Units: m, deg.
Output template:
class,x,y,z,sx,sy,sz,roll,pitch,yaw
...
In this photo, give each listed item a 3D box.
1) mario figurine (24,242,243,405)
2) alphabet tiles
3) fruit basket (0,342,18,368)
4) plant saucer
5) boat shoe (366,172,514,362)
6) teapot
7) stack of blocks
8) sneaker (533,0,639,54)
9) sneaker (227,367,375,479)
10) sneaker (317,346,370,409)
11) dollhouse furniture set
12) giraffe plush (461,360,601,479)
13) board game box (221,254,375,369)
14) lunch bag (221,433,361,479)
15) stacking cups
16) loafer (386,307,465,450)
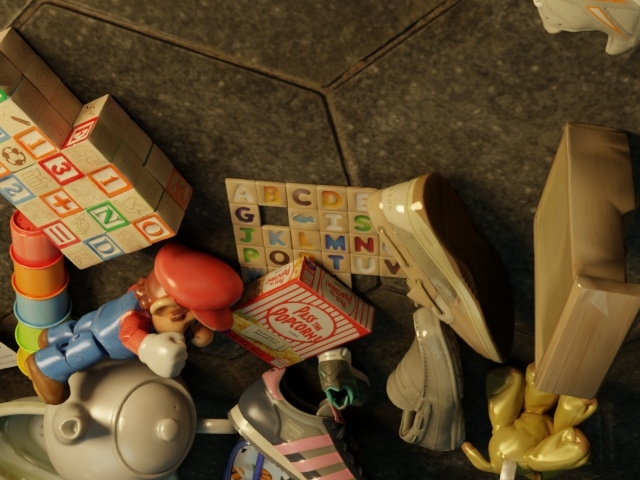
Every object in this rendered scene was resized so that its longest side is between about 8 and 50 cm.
class,x,y,z,sx,sy,sz,roll,pitch,yaw
mario figurine,-0.241,0.136,1.257,0.320,0.198,0.170,-27,148,15
alphabet tiles,0.000,0.000,1.201,0.237,0.009,0.198,5,136,9
fruit basket,-0.702,0.149,1.415,0.326,0.166,0.353,-14,134,26
plant saucer,-0.435,0.382,1.637,0.400,0.101,0.401,7,136,7
boat shoe,0.159,0.043,1.144,0.098,0.109,0.302,-10,130,34
teapot,-0.278,0.281,1.379,0.187,0.256,0.253,-4,123,42
stack of blocks,-0.318,-0.109,1.104,0.171,0.087,0.297,-18,129,29
sneaker,0.217,-0.251,0.827,0.262,0.099,0.121,27,140,-13
sneaker,0.015,0.322,1.397,0.319,0.112,0.131,37,93,0
sneaker,0.032,0.226,1.369,0.064,0.076,0.166,-11,145,18
dollhouse furniture set,0.441,0.039,0.956,0.394,0.257,0.362,10,137,4
giraffe plush,0.325,0.295,1.333,0.181,0.210,0.170,24,173,33
board game box,-0.042,0.108,1.289,0.146,0.045,0.193,37,134,-28
lunch bag,-0.066,0.453,1.552,0.243,0.115,0.304,12,114,-1
stacking cups,-0.405,0.074,1.330,0.096,0.096,0.316,14,132,-1
loafer,0.151,0.211,1.312,0.111,0.112,0.320,-5,135,6
